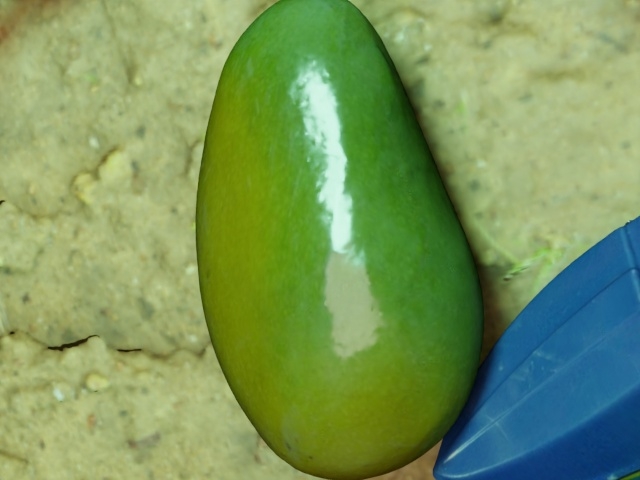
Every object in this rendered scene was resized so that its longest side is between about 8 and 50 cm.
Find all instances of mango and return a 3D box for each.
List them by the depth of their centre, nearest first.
[{"bbox_3d":[0.000,0.000,0.602,0.156,0.114,0.251,-13,95,49],"label":"mango"}]

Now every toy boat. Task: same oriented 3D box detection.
[{"bbox_3d":[0.165,0.047,0.544,0.088,0.129,0.295,34,124,-30],"label":"toy boat"}]
